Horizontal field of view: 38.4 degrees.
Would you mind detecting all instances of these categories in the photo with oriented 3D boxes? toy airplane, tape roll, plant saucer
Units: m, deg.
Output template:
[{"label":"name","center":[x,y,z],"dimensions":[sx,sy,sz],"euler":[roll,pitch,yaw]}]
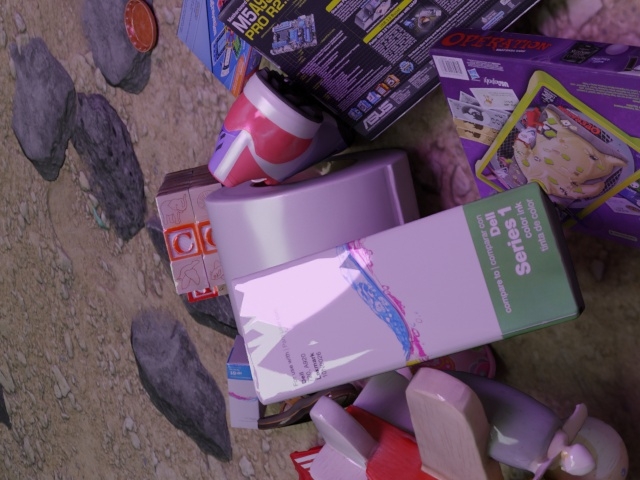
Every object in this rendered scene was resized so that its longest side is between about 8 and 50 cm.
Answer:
[{"label":"toy airplane","center":[0.171,0.256,0.911],"dimensions":[0.384,0.272,0.386],"euler":[56,172,-6]},{"label":"tape roll","center":[0.000,0.000,1.087],"dimensions":[0.246,0.246,0.169],"euler":[0,107,51]},{"label":"plant saucer","center":[-0.284,-0.342,1.460],"dimensions":[0.083,0.013,0.083],"euler":[27,127,43]}]

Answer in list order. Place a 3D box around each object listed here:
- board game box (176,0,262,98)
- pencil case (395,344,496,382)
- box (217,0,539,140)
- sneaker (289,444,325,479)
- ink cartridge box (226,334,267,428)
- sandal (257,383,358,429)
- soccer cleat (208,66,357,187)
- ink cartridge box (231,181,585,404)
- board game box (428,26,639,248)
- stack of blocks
[{"label":"board game box","center":[-0.102,-0.322,1.086],"dimensions":[0.145,0.027,0.281],"euler":[49,140,27]},{"label":"pencil case","center":[0.121,0.230,1.156],"dimensions":[0.124,0.124,0.284],"euler":[45,139,28]},{"label":"box","center":[0.060,-0.248,0.909],"dimensions":[0.216,0.060,0.270],"euler":[36,133,-17]},{"label":"sneaker","center":[-0.005,0.401,1.443],"dimensions":[0.128,0.087,0.221],"euler":[54,129,32]},{"label":"ink cartridge box","center":[-0.114,0.225,1.462],"dimensions":[0.052,0.088,0.122],"euler":[1,115,7]},{"label":"sandal","center":[-0.023,0.237,1.368],"dimensions":[0.219,0.090,0.060],"euler":[-40,59,53]},{"label":"soccer cleat","center":[-0.042,-0.118,1.044],"dimensions":[0.108,0.318,0.116],"euler":[42,101,5]},{"label":"ink cartridge box","center":[0.087,0.050,0.837],"dimensions":[0.278,0.201,0.117],"euler":[-18,83,16]},{"label":"board game box","center":[0.266,-0.080,0.817],"dimensions":[0.347,0.056,0.208],"euler":[20,143,44]},{"label":"stack of blocks","center":[-0.162,-0.007,1.290],"dimensions":[0.297,0.087,0.171],"euler":[-123,20,-79]}]
